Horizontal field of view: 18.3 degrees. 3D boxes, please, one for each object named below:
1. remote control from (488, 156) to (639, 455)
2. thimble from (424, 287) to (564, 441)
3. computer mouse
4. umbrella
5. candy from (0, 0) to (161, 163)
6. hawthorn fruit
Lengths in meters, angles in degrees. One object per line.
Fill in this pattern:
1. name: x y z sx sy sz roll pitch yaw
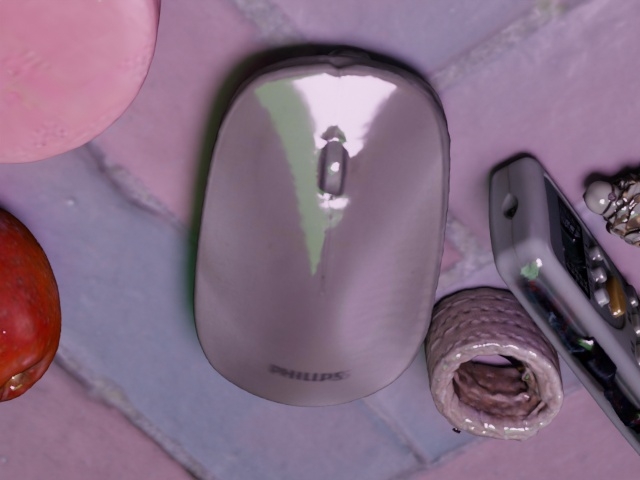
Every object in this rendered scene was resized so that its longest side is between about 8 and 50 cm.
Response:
1. remote control: 0.228 0.073 1.585 0.056 0.140 0.296 -27 122 23
2. thimble: 0.142 0.101 1.639 0.102 0.090 0.115 -37 117 20
3. computer mouse: 0.001 0.004 1.565 0.197 0.095 0.331 1 127 -6
4. umbrella: 0.275 -0.018 1.573 0.143 0.062 0.067 16 156 -13
5. candy: -0.230 -0.176 1.424 0.255 0.094 0.255 0 126 0
6. hawthorn fruit: -0.287 0.057 1.557 0.173 0.173 0.173 0 127 0
